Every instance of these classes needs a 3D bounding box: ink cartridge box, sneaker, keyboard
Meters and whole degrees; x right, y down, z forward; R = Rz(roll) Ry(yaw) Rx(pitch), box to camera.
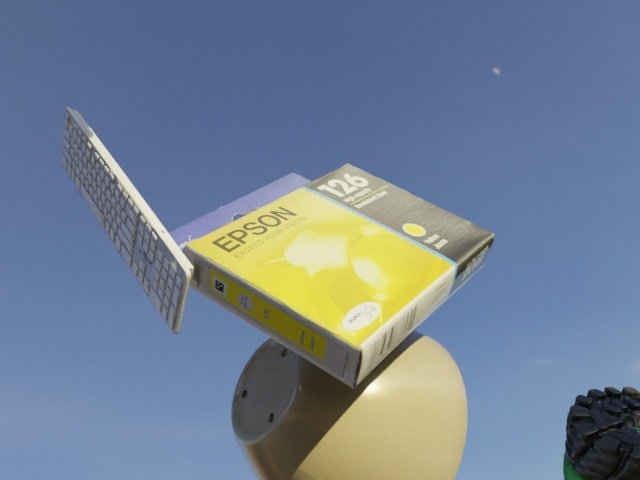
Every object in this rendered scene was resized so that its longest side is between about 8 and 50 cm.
[{"bbox_3d":[0.000,0.000,0.777,0.304,0.307,0.072,-33,-36,-46],"label":"ink cartridge box"},{"bbox_3d":[0.329,0.199,0.566,0.344,0.134,0.146,2,-74,-23],"label":"sneaker"},{"bbox_3d":[-0.184,-0.026,0.609,0.014,0.256,0.072,-9,-46,-41],"label":"keyboard"}]

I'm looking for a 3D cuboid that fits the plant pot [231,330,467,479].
[{"bbox_3d":[0.007,0.209,0.817,0.191,0.284,0.284,31,-62,-30],"label":"plant pot"}]
